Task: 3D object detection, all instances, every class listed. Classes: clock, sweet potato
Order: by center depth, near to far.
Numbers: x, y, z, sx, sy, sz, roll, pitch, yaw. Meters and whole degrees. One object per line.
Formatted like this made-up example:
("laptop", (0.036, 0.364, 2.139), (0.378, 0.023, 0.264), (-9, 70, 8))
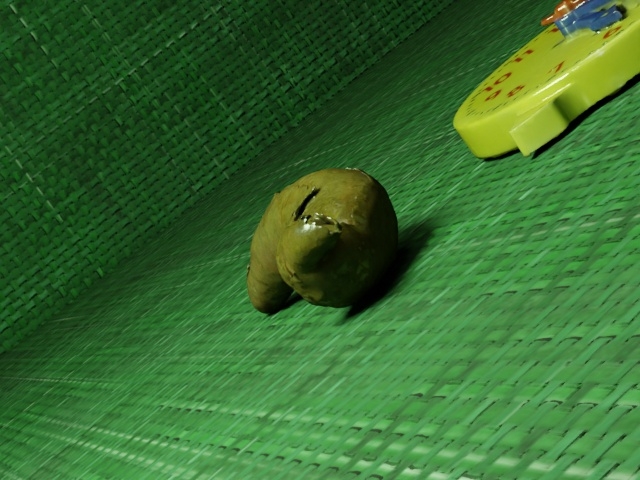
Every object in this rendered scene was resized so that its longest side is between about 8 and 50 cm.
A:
("sweet potato", (0.003, -0.002, 1.191), (0.124, 0.098, 0.310), (-45, 7, -11))
("clock", (0.230, -0.177, 1.292), (0.277, 0.071, 0.293), (-37, 8, -2))
